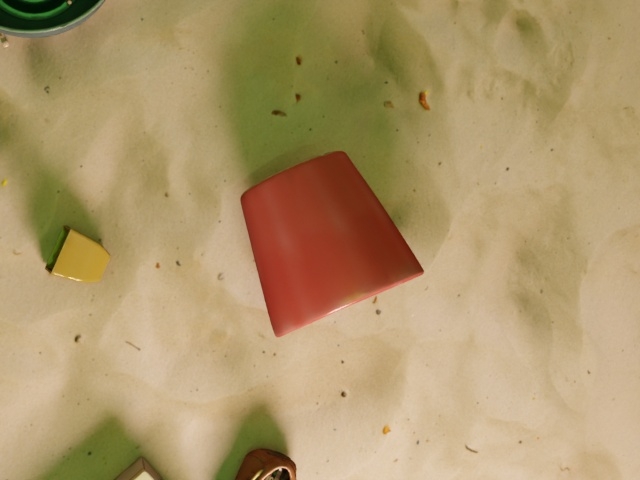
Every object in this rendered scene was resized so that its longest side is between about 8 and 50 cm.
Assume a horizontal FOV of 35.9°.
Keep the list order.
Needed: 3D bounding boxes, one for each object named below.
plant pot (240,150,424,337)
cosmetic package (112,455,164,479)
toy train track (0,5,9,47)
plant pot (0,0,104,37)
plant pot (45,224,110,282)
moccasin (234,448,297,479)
[{"bbox_3d":[0.000,0.000,1.638,0.275,0.275,0.243,-24,86,-11],"label":"plant pot"},{"bbox_3d":[-0.362,0.524,1.629,0.309,0.113,0.160,-42,99,-10],"label":"cosmetic package"},{"bbox_3d":[-0.537,-0.358,1.630,0.048,0.014,0.083,-27,97,-11],"label":"toy train track"},{"bbox_3d":[-0.457,-0.449,1.551,0.293,0.196,0.293,0,88,-12],"label":"plant pot"},{"bbox_3d":[-0.397,0.029,1.634,0.083,0.081,0.081,25,85,-23],"label":"plant pot"},{"bbox_3d":[-0.127,0.545,1.661,0.139,0.147,0.380,27,85,-11],"label":"moccasin"}]
